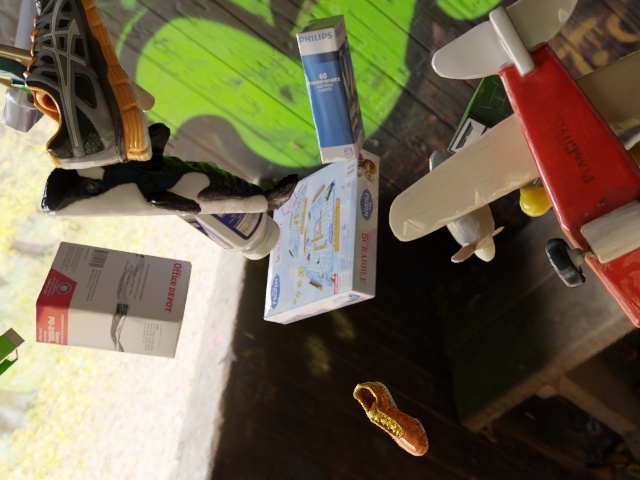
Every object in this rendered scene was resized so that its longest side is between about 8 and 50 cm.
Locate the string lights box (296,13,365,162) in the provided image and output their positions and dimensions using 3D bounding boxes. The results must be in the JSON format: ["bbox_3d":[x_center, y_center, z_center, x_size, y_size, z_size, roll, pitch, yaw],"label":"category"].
[{"bbox_3d":[0.024,-0.299,1.402,0.077,0.259,0.133,-5,27,14],"label":"string lights box"}]

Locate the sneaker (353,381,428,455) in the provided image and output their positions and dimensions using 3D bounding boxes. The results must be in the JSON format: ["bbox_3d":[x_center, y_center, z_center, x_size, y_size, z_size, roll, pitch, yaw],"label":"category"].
[{"bbox_3d":[0.122,0.323,1.268,0.175,0.067,0.064,39,115,40],"label":"sneaker"}]

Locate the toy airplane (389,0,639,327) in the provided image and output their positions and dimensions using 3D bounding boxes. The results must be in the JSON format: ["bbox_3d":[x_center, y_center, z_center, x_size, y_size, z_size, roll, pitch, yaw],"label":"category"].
[{"bbox_3d":[0.311,-0.123,0.889,0.386,0.272,0.384,20,92,30],"label":"toy airplane"}]

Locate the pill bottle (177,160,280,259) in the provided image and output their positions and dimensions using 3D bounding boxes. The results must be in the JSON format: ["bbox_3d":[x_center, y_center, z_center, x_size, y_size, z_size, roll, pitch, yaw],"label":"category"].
[{"bbox_3d":[-0.160,-0.045,1.241,0.112,0.187,0.112,-22,49,27],"label":"pill bottle"}]

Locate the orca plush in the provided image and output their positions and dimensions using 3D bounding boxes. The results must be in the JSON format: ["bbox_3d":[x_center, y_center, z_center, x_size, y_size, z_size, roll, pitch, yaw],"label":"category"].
[{"bbox_3d":[-0.156,-0.079,0.774,0.151,0.287,0.102,7,98,63],"label":"orca plush"}]

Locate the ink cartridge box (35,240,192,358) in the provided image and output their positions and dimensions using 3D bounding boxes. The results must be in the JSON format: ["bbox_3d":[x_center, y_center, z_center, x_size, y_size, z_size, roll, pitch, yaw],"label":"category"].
[{"bbox_3d":[-0.357,0.104,1.247,0.172,0.237,0.100,-94,17,-53],"label":"ink cartridge box"}]

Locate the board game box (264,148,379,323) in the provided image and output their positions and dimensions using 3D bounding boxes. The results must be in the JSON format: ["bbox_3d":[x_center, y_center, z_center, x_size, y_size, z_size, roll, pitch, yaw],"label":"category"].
[{"bbox_3d":[0.000,0.000,1.555,0.318,0.066,0.318,-22,56,49],"label":"board game box"}]

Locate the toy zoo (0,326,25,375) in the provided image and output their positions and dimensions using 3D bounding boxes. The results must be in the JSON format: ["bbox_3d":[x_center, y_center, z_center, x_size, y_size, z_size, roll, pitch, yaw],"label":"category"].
[{"bbox_3d":[-0.544,0.246,1.002,0.293,0.030,0.192,-46,5,-25],"label":"toy zoo"}]

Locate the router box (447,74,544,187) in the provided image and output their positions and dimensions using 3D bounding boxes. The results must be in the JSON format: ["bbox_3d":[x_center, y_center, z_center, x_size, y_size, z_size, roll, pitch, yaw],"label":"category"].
[{"bbox_3d":[0.379,-0.190,1.297,0.081,0.243,0.309,-65,-6,32],"label":"router box"}]

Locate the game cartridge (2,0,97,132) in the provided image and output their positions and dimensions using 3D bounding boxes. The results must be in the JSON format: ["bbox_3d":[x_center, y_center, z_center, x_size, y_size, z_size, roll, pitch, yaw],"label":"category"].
[{"bbox_3d":[-0.422,-0.367,1.159,0.230,0.068,0.355,-84,19,-52],"label":"game cartridge"}]

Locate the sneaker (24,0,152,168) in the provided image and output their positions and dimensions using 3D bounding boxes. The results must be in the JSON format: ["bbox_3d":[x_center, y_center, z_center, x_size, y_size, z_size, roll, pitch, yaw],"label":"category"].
[{"bbox_3d":[-0.217,-0.151,0.612,0.084,0.083,0.214,95,150,-60],"label":"sneaker"}]

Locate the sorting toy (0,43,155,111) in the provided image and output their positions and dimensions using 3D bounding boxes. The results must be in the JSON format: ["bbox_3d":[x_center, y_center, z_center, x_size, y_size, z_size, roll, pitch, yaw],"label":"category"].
[{"bbox_3d":[-0.364,-0.216,1.020,0.307,0.229,0.041,31,-110,-82],"label":"sorting toy"}]
